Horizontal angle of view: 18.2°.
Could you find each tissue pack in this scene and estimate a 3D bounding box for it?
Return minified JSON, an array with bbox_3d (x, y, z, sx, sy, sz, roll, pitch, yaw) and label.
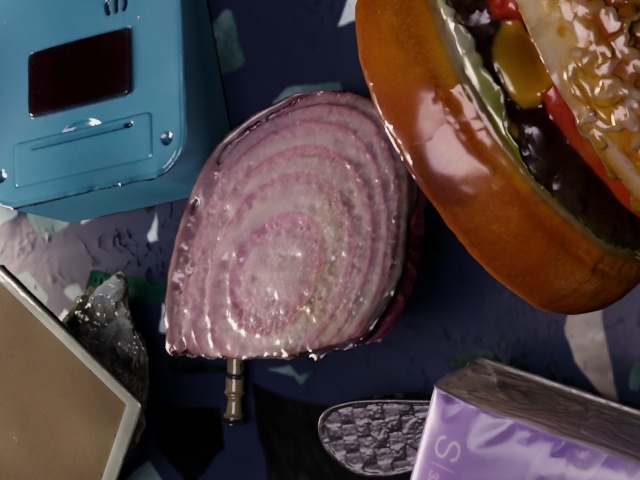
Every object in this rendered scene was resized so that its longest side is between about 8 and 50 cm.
[{"bbox_3d":[0.174,0.296,1.607,0.242,0.160,0.338,18,103,21],"label":"tissue pack"}]

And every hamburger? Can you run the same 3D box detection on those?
[{"bbox_3d":[0.203,-0.125,1.472,0.250,0.330,0.330,-36,77,26],"label":"hamburger"}]

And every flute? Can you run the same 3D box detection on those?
[{"bbox_3d":[-0.075,0.052,1.811,0.027,0.027,0.233,5,97,29],"label":"flute"}]

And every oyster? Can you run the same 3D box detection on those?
[{"bbox_3d":[-0.212,0.119,1.877,0.125,0.064,0.177,-5,94,26],"label":"oyster"}]

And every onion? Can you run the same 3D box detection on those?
[{"bbox_3d":[0.000,0.000,1.725,0.250,0.111,0.247,-3,68,38],"label":"onion"}]

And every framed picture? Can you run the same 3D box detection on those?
[{"bbox_3d":[-0.263,0.168,1.879,0.217,0.017,0.274,43,137,18],"label":"framed picture"}]

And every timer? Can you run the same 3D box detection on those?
[{"bbox_3d":[-0.200,-0.156,1.850,0.232,0.091,0.250,-10,78,31],"label":"timer"}]

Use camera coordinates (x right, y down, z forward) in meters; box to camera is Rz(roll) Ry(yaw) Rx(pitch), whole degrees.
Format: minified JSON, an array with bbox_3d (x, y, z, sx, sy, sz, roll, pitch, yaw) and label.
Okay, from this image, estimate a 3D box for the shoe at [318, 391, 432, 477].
[{"bbox_3d":[0.090,0.162,1.719,0.179,0.049,0.071,-6,99,11],"label":"shoe"}]
